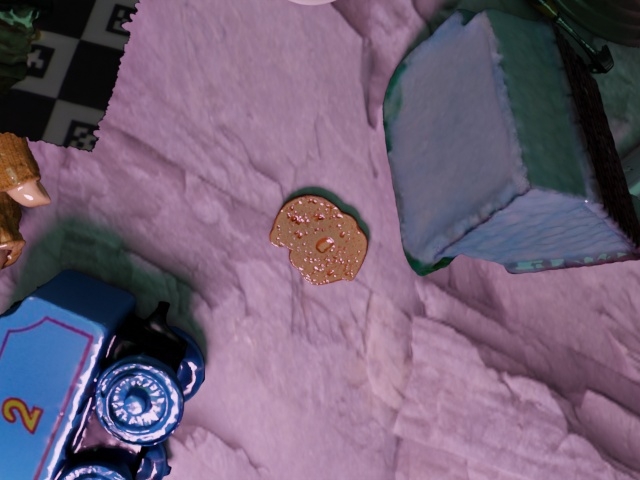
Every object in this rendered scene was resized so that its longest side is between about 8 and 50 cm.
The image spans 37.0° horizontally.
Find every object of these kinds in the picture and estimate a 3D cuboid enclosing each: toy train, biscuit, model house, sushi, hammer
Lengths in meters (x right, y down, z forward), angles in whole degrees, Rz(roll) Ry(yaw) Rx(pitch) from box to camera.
[{"bbox_3d":[-0.297,0.200,1.175,0.265,0.188,0.300,23,102,0],"label":"toy train"},{"bbox_3d":[0.000,0.000,1.215,0.130,0.019,0.102,41,98,-7],"label":"biscuit"},{"bbox_3d":[0.243,-0.102,1.112,0.248,0.230,0.281,9,61,-29],"label":"model house"},{"bbox_3d":[-0.352,-0.242,1.066,0.296,0.100,0.373,11,57,-7],"label":"sushi"},{"bbox_3d":[0.275,-0.273,1.141,0.201,0.078,0.021,43,96,-2],"label":"hammer"}]

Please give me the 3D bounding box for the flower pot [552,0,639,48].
[{"bbox_3d":[0.351,-0.345,1.068,0.235,0.235,0.140,45,76,-8],"label":"flower pot"}]

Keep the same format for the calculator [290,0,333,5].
[{"bbox_3d":[-0.047,-0.417,1.100,0.188,0.042,0.303,-34,105,-4],"label":"calculator"}]

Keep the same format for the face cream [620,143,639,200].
[{"bbox_3d":[0.410,-0.086,1.172,0.229,0.075,0.075,-38,99,6],"label":"face cream"}]

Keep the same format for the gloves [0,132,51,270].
[{"bbox_3d":[-0.438,-0.109,1.122,0.203,0.155,0.356,-16,82,-5],"label":"gloves"}]
